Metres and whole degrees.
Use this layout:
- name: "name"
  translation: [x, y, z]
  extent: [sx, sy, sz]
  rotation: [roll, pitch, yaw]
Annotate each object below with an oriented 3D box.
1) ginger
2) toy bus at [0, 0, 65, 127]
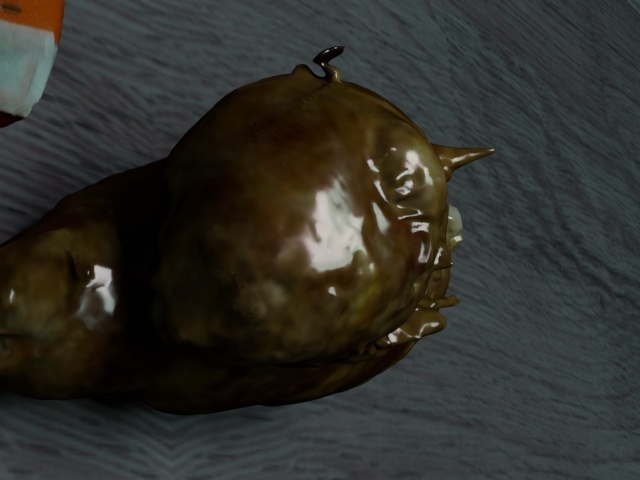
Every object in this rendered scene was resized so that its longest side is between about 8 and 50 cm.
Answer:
- name: "ginger"
  translation: [0.000, 0.000, 0.800]
  extent: [0.418, 0.254, 0.176]
  rotation: [-5, 76, -67]
- name: "toy bus"
  translation: [-0.217, -0.113, 0.583]
  extent: [0.265, 0.121, 0.120]
  rotation: [9, 78, -61]
